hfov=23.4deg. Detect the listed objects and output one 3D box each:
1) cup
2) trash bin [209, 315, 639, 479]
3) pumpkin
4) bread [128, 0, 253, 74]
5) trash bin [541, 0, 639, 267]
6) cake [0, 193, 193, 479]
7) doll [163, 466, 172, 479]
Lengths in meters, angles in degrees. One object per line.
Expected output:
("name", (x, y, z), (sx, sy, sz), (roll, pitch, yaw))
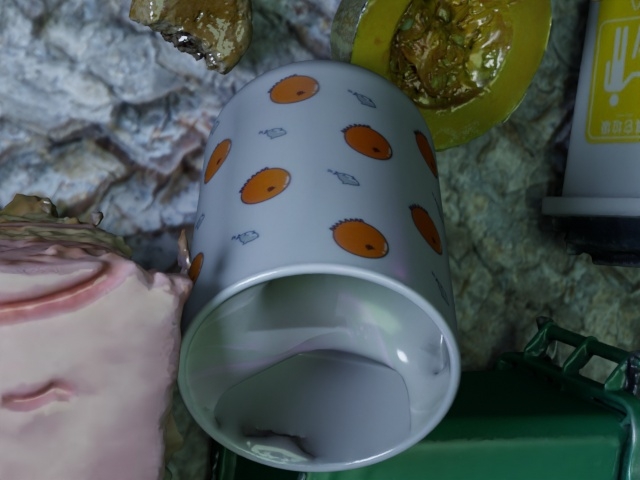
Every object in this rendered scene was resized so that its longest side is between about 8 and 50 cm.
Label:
("cup", (0.000, 0.000, 1.265), (0.212, 0.317, 0.212), (0, 130, 0))
("trash bin", (0.107, 0.222, 1.420), (0.381, 0.259, 0.295), (5, 97, -27))
("pumpkin", (0.096, -0.195, 1.427), (0.217, 0.110, 0.217), (-16, 119, -31))
("bread", (-0.107, -0.199, 1.327), (0.113, 0.060, 0.082), (34, 82, -32))
("trash bin", (0.401, -0.151, 1.534), (0.296, 0.256, 0.368), (3, 90, -28))
("cake", (-0.279, 0.134, 1.150), (0.293, 0.307, 0.314), (-2, 101, -28))
("doll", (-0.165, 0.335, 1.372), (0.155, 0.113, 0.275), (-16, 102, -45))
